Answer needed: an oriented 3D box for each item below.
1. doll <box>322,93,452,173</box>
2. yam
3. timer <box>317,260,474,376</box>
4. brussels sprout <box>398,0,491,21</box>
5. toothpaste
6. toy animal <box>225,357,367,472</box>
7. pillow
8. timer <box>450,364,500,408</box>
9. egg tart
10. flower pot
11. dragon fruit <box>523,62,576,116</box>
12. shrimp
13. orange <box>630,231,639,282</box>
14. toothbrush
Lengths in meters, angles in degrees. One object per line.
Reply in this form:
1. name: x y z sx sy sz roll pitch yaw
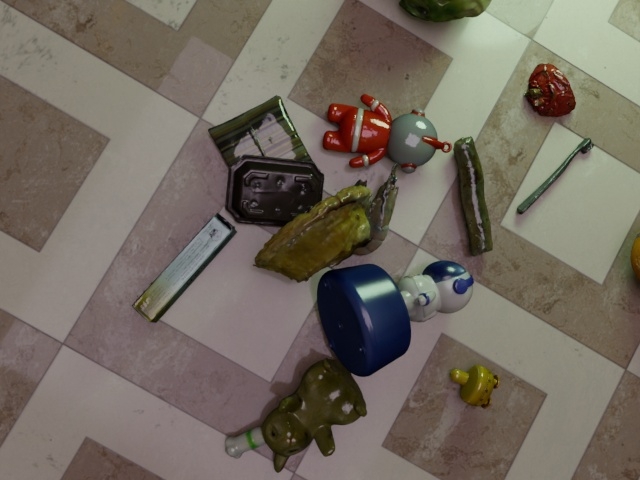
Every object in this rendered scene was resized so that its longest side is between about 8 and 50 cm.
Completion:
1. doll: 0.178 -0.274 1.915 0.336 0.105 0.200 9 84 1
2. yam: 0.407 -0.117 1.944 0.067 0.071 0.318 -11 87 29
3. timer: 0.211 0.152 1.829 0.383 0.270 0.271 -18 88 -22
4. brussels sprout: 0.314 -0.680 1.882 0.294 0.259 0.227 23 98 -28
5. toothpaste: -0.336 0.067 1.826 0.071 0.089 0.313 40 83 4
6. toy animal: -0.053 0.451 1.786 0.363 0.180 0.181 -43 97 -6
7. pillow: -0.150 -0.239 1.889 0.208 0.052 0.212 -28 94 -8
8. timer: 0.394 0.370 1.886 0.109 0.107 0.107 25 83 -8
9. egg tart: 0.000 0.000 1.738 0.345 0.345 0.133 -31 83 -8
10. flower pot: -0.109 -0.117 1.841 0.250 0.084 0.179 5 100 -12
11. dragon fruit: 0.623 -0.402 1.989 0.106 0.083 0.162 -34 93 -6
12. shrimp: 0.119 -0.088 1.904 0.145 0.059 0.255 15 97 12
13. orange: 0.929 0.051 1.931 0.219 0.193 0.219 14 42 -12
14. toothbrush: 0.641 -0.174 1.997 0.297 0.030 0.031 -44 102 -9
